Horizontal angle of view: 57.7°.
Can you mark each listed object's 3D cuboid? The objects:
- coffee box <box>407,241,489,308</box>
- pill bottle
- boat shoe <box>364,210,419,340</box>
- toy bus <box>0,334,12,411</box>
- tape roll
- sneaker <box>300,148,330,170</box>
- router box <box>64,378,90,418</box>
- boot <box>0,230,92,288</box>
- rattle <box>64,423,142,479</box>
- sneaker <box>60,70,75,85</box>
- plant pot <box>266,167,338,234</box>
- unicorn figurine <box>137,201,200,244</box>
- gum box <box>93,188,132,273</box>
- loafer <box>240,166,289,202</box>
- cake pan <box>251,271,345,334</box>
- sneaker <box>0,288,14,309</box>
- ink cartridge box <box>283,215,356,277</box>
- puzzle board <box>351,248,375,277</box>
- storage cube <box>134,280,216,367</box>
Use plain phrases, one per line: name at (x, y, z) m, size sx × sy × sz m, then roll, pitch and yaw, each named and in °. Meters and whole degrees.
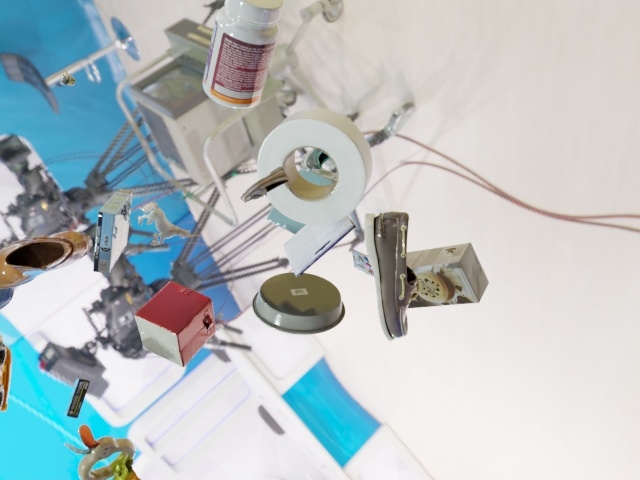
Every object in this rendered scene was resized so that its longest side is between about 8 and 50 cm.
coffee box at (0.382, 0.123, 1.939) m, size 0.297 × 0.119 × 0.168 m, roll -12°, pitch 116°, yaw 42°
pill bottle at (-0.273, -0.687, 2.053) m, size 0.224 × 0.224 × 0.392 m, roll 43°, pitch 135°, yaw 17°
boat shoe at (0.168, 0.085, 1.291) m, size 0.096 × 0.116 × 0.324 m, roll -7°, pitch 115°, yaw 12°
toy bus at (-0.757, 0.290, 1.295) m, size 0.211 × 0.149 × 0.220 m, roll 168°, pitch 108°, yaw -87°
tape roll at (-0.015, -0.185, 1.475) m, size 0.286 × 0.100 × 0.286 m, roll 7°, pitch 120°, yaw 12°
sneaker at (0.012, -0.276, 1.777) m, size 0.076 × 0.166 × 0.065 m, roll 15°, pitch 158°, yaw 43°
router box at (-0.794, 0.515, 1.895) m, size 0.038 × 0.122 × 0.092 m, roll 21°, pitch 158°, yaw -23°
boot at (-0.474, 0.031, 0.928) m, size 0.152 × 0.197 × 0.073 m, roll -148°, pitch 34°, yaw -81°
rattle at (-0.450, 0.488, 1.227) m, size 0.200 × 0.130 × 0.143 m, roll 93°, pitch 159°, yaw -50°
sneaker at (-0.669, -0.428, 1.546) m, size 0.035 × 0.031 × 0.083 m, roll 35°, pitch -168°, yaw -33°
plant pot at (-0.023, -0.159, 2.320) m, size 0.248 × 0.247 × 0.252 m, roll 28°, pitch 108°, yaw 14°
unicorn figurine at (-0.435, -0.037, 1.612) m, size 0.111 × 0.060 × 0.162 m, roll -27°, pitch 113°, yaw 27°
gum box at (-0.514, -0.027, 1.443) m, size 0.184 × 0.041 × 0.157 m, roll -103°, pitch 24°, yaw -68°
loafer at (-0.126, -0.122, 1.335) m, size 0.039 × 0.125 × 0.045 m, roll 48°, pitch 160°, yaw 7°
cake pan at (-0.065, 0.184, 1.797) m, size 0.293 × 0.293 × 0.054 m, roll 31°, pitch 126°, yaw 39°
sneaker at (-1.043, 0.129, 1.632) m, size 0.147 × 0.330 × 0.130 m, roll -36°, pitch 51°, yaw 45°
ink cartridge box at (0.000, 0.000, 1.701) m, size 0.045 × 0.223 × 0.224 m, roll 46°, pitch -172°, yaw -25°
puzzle board at (0.135, 0.073, 1.666) m, size 0.096 × 0.011 × 0.128 m, roll 24°, pitch 159°, yaw 17°
storage cube at (-0.505, 0.293, 2.044) m, size 0.215 × 0.193 × 0.184 m, roll 21°, pitch 134°, yaw 20°
